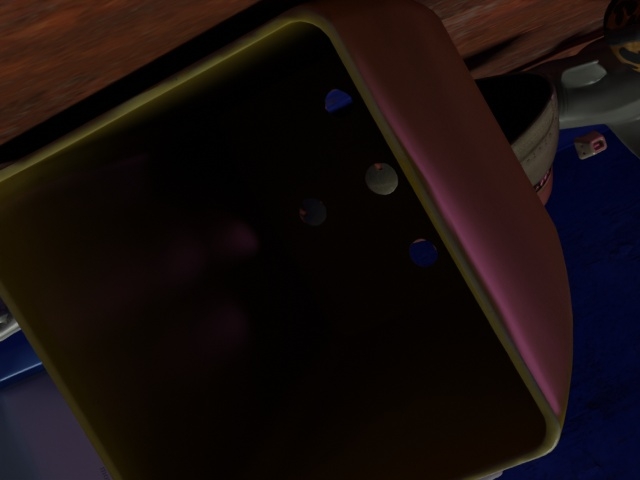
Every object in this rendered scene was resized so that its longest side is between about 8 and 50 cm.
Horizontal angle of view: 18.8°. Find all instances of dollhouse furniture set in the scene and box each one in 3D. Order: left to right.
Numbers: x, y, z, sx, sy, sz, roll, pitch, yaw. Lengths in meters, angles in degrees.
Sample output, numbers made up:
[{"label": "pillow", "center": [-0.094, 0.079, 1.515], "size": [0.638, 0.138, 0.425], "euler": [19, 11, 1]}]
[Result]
[{"label": "dollhouse furniture set", "center": [0.264, -0.140, 1.833], "size": [0.114, 0.091, 0.081], "euler": [-26, -166, -25]}]

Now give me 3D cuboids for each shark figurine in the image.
[{"label": "shark figurine", "center": [0.265, -0.111, 1.553], "size": [0.166, 0.116, 0.278], "euler": [-27, -167, -35]}]

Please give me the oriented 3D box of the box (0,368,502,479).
[{"label": "box", "center": [-0.072, 0.157, 1.478], "size": [0.345, 0.215, 0.168], "euler": [-22, 177, -26]}]

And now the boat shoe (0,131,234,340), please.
[{"label": "boat shoe", "center": [-0.126, 0.010, 1.040], "size": [0.267, 0.088, 0.096], "euler": [-23, 177, -18]}]

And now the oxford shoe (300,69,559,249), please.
[{"label": "oxford shoe", "center": [0.007, -0.042, 1.345], "size": [0.348, 0.123, 0.130], "euler": [-22, 151, -18]}]

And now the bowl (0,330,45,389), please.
[{"label": "bowl", "center": [-0.252, 0.081, 1.518], "size": [0.391, 0.077, 0.391], "euler": [-24, 177, -1]}]

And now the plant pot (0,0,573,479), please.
[{"label": "plant pot", "center": [0.000, 0.000, 0.908], "size": [0.212, 0.212, 0.187], "euler": [-25, -170, 29]}]

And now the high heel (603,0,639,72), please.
[{"label": "high heel", "center": [0.326, -0.172, 1.317], "size": [0.261, 0.093, 0.186], "euler": [-15, -173, 19]}]
